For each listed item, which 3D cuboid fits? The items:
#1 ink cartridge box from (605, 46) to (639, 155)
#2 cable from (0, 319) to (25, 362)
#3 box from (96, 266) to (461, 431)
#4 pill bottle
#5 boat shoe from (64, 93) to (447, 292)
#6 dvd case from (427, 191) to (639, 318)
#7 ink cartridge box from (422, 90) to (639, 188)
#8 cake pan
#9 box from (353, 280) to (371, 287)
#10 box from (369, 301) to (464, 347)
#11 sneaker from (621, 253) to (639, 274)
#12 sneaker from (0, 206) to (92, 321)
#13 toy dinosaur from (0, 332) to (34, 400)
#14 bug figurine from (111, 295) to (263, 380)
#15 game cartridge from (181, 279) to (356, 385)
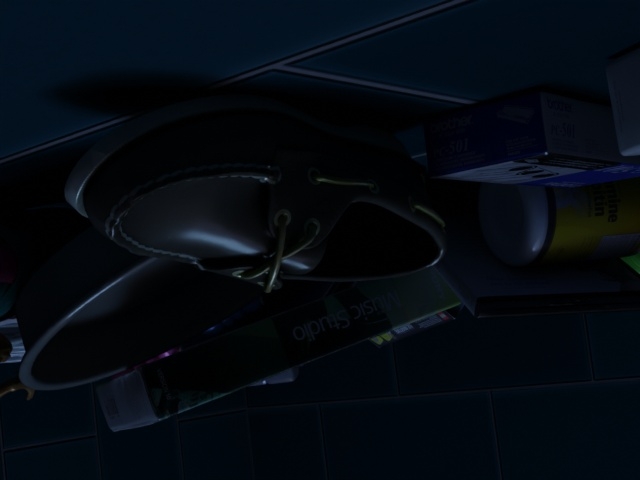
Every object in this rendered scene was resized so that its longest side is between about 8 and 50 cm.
[{"bbox_3d":[0.254,-0.095,0.586,0.104,0.061,0.181,-5,175,-21],"label":"ink cartridge box"},{"bbox_3d":[-0.337,0.074,1.234,0.257,0.089,0.257,-8,163,-7],"label":"cable"},{"bbox_3d":[-0.048,0.106,1.078,0.322,0.058,0.232,-20,177,-23],"label":"box"},{"bbox_3d":[0.246,-0.033,0.989,0.184,0.103,0.103,-5,174,-23],"label":"pill bottle"},{"bbox_3d":[-0.021,-0.020,0.684,0.305,0.091,0.109,-1,142,-52],"label":"boat shoe"},{"bbox_3d":[0.186,0.006,1.044,0.180,0.022,0.253,-2,-156,-16],"label":"dvd case"},{"bbox_3d":[0.176,-0.071,0.811,0.097,0.046,0.207,-10,174,39],"label":"ink cartridge box"},{"bbox_3d":[-0.119,0.025,0.878,0.293,0.054,0.293,-29,167,-8],"label":"cake pan"},{"bbox_3d":[0.100,0.052,1.669,0.261,0.103,0.184,-8,177,14],"label":"box"},{"bbox_3d":[0.121,0.052,1.215,0.036,0.114,0.207,38,157,-7],"label":"box"},{"bbox_3d":[0.409,-0.014,1.162,0.483,0.185,0.202,1,-171,43],"label":"sneaker"},{"bbox_3d":[-0.343,0.040,0.895,0.296,0.123,0.178,-15,175,20],"label":"sneaker"},{"bbox_3d":[-0.281,0.115,0.853,0.212,0.064,0.112,-14,-176,43],"label":"toy dinosaur"},{"bbox_3d":[-0.159,0.090,1.176,0.216,0.072,0.279,-33,169,0],"label":"bug figurine"},{"bbox_3d":[-0.090,0.089,1.409,0.230,0.068,0.355,-5,-160,19],"label":"game cartridge"}]
